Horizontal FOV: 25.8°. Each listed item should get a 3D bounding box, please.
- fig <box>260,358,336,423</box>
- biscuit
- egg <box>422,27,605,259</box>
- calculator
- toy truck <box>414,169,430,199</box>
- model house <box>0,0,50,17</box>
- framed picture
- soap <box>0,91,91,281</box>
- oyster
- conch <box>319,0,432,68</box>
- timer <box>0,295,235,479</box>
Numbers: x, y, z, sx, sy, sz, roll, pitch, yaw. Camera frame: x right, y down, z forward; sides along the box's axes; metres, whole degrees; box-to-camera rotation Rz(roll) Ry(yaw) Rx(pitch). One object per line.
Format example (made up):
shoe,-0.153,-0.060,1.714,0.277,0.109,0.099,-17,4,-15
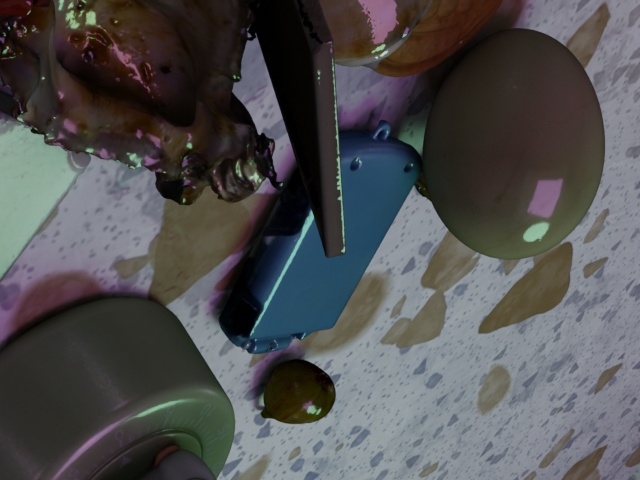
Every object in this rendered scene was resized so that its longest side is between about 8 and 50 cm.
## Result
fig,-0.034,0.182,1.613,0.098,0.082,0.084,-37,-172,12
biscuit,0.102,-0.221,1.342,0.221,0.029,0.142,-13,136,-45
egg,0.199,-0.100,1.437,0.186,0.186,0.241,20,77,-58
calculator,0.000,0.000,1.453,0.173,0.051,0.293,-1,126,-50
toy truck,0.161,-0.086,1.557,0.123,0.052,0.063,-43,144,-5
model house,-0.259,-0.231,0.738,0.254,0.160,0.196,-13,137,-43
framed picture,-0.027,-0.161,1.008,0.016,0.289,0.213,-12,142,-7
soap,-0.273,-0.023,1.061,0.183,0.064,0.121,-51,149,6
oyster,-0.114,-0.125,1.046,0.198,0.133,0.337,-28,141,8
conch,0.030,-0.233,1.136,0.158,0.127,0.255,-39,149,-13
timer,-0.160,0.253,1.287,0.291,0.315,0.290,-32,146,-25
